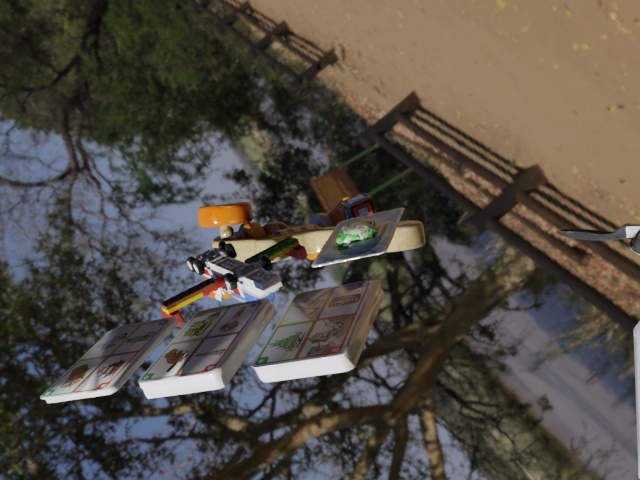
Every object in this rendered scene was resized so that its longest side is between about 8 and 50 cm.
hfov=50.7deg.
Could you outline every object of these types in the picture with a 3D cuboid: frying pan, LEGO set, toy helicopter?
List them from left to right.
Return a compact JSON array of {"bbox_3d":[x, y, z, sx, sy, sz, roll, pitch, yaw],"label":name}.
[{"bbox_3d":[-0.032,0.038,0.443,0.244,0.183,0.060,-58,-48,-62],"label":"LEGO set"},{"bbox_3d":[0.000,0.000,1.032,0.235,0.355,0.140,-13,-81,-56],"label":"toy helicopter"},{"bbox_3d":[0.612,-0.013,1.214,0.326,0.197,0.053,-147,50,-63],"label":"frying pan"}]

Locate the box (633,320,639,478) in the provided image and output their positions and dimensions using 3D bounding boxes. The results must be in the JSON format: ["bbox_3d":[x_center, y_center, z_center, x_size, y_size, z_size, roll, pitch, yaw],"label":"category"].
[{"bbox_3d":[0.586,0.198,0.819,0.346,0.214,0.168,5,156,12],"label":"box"}]
